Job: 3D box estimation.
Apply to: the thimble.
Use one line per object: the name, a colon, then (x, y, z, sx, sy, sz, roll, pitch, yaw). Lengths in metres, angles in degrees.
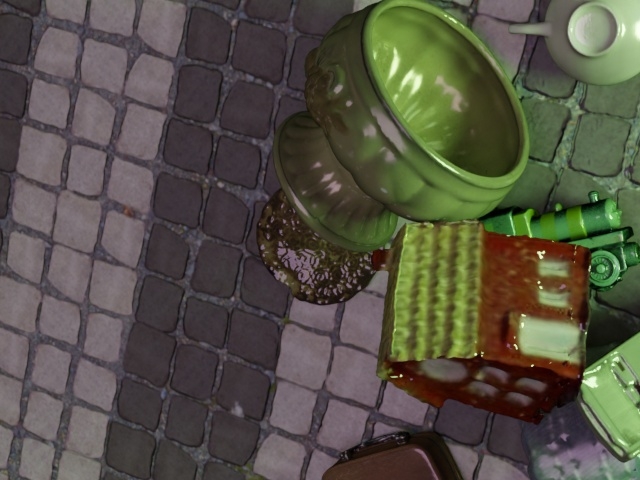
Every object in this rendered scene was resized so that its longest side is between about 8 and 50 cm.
thimble: (0.360, 0.252, 1.665, 0.172, 0.205, 0.236, -17, 63, 20)

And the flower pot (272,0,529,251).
flower pot: (0.085, -0.131, 1.671, 0.244, 0.307, 0.307, -39, 83, 38)

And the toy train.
toy train: (0.311, 0.008, 1.702, 0.200, 0.083, 0.132, -14, 91, 24)

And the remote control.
remote control: (0.428, 0.153, 1.587, 0.123, 0.285, 0.038, 55, 154, 9)

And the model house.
model house: (0.177, 0.093, 1.565, 0.254, 0.196, 0.160, 12, 150, -4)

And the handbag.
handbag: (0.101, 0.354, 1.862, 0.193, 0.072, 0.151, -24, 90, 27)

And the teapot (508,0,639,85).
teapot: (0.341, -0.267, 1.637, 0.226, 0.092, 0.145, 6, 101, 26)

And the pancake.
pancake: (-0.001, 0.000, 1.869, 0.199, 0.021, 0.199, 5, 102, 23)
